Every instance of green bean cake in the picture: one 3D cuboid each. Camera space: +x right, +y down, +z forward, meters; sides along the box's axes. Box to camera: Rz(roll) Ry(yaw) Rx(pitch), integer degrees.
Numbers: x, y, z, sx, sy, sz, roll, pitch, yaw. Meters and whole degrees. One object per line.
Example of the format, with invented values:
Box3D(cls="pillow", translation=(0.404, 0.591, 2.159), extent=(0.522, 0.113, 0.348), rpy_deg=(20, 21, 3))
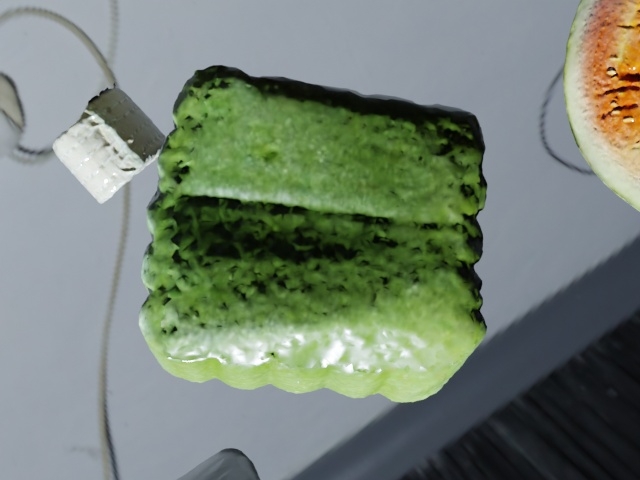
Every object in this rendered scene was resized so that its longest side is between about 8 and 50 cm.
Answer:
Box3D(cls="green bean cake", translation=(0.000, 0.000, 1.036), extent=(0.248, 0.125, 0.222), rpy_deg=(8, 77, 2))

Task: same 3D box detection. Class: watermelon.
Box3D(cls="watermelon", translation=(0.247, -0.143, 1.093), extent=(0.063, 0.119, 0.245), rpy_deg=(13, 90, -28))

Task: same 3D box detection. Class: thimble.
Box3D(cls="thimble", translation=(-0.226, -0.104, 1.527), extent=(0.102, 0.115, 0.090), rpy_deg=(-41, 95, 0))

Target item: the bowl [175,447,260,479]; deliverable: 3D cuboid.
Box3D(cls="bowl", translation=(-0.047, 0.217, 0.407), extent=(0.146, 0.289, 0.289), rpy_deg=(-17, 123, -9))
